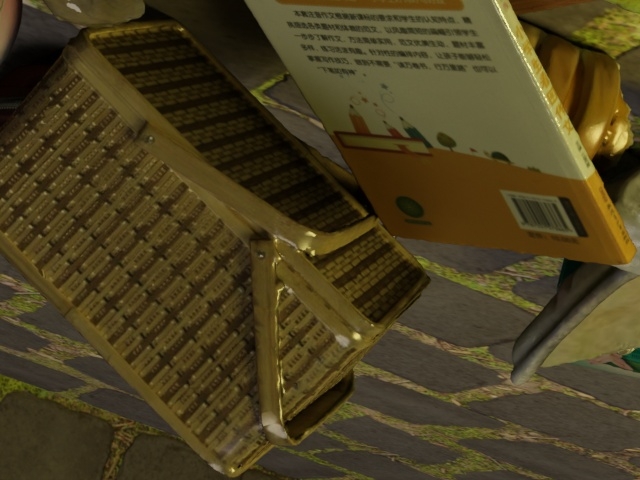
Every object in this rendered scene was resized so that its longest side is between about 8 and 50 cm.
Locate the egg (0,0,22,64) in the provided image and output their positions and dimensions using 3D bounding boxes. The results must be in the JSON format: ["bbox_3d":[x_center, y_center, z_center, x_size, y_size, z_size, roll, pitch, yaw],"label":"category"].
[{"bbox_3d":[-0.319,-0.189,1.197,0.271,0.196,0.196,27,160,-33],"label":"egg"}]

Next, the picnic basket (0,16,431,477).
[{"bbox_3d":[-0.078,-0.006,1.314,0.313,0.175,0.228,45,-164,5],"label":"picnic basket"}]

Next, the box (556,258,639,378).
[{"bbox_3d":[0.295,0.052,1.593,0.153,0.092,0.245,12,164,14],"label":"box"}]

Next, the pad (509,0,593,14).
[{"bbox_3d":[0.034,-0.211,1.033,0.284,0.018,0.286,33,161,-29],"label":"pad"}]

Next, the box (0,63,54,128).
[{"bbox_3d":[-0.215,-0.054,1.686,0.263,0.108,0.404,19,163,-13],"label":"box"}]

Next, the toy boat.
[{"bbox_3d":[0.295,0.011,1.350,0.276,0.111,0.293,-8,159,-8],"label":"toy boat"}]

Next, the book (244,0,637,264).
[{"bbox_3d":[0.070,-0.092,1.172,0.208,0.020,0.295,9,145,40],"label":"book"}]

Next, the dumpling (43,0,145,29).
[{"bbox_3d":[-0.197,-0.247,1.084,0.166,0.086,0.332,-15,147,36],"label":"dumpling"}]

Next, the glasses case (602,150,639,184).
[{"bbox_3d":[0.162,-0.068,1.364,0.205,0.071,0.047,26,157,-29],"label":"glasses case"}]

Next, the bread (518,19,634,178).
[{"bbox_3d":[0.129,-0.094,1.246,0.177,0.084,0.119,21,138,-10],"label":"bread"}]

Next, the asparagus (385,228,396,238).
[{"bbox_3d":[0.000,0.000,1.824,0.233,0.023,0.022,-2,-160,47],"label":"asparagus"}]

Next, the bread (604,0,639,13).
[{"bbox_3d":[0.227,-0.179,1.007,0.228,0.033,0.228,13,165,4],"label":"bread"}]
